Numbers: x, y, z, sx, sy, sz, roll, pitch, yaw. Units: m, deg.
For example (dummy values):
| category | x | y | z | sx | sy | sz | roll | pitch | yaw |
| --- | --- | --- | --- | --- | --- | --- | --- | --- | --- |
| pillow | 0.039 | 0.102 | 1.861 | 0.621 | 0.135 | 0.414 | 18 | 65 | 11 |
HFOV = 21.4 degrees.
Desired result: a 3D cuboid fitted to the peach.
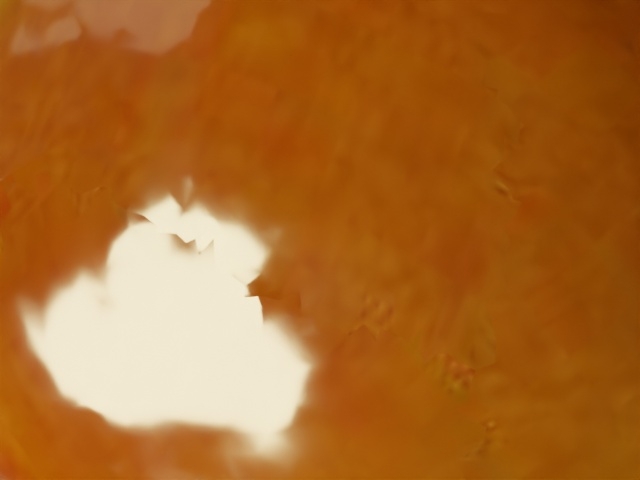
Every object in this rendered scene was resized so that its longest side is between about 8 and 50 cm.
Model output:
| category | x | y | z | sx | sy | sz | roll | pitch | yaw |
| --- | --- | --- | --- | --- | --- | --- | --- | --- | --- |
| peach | 0.000 | 0.000 | 0.470 | 0.343 | 0.301 | 0.343 | -46 | 18 | 19 |
